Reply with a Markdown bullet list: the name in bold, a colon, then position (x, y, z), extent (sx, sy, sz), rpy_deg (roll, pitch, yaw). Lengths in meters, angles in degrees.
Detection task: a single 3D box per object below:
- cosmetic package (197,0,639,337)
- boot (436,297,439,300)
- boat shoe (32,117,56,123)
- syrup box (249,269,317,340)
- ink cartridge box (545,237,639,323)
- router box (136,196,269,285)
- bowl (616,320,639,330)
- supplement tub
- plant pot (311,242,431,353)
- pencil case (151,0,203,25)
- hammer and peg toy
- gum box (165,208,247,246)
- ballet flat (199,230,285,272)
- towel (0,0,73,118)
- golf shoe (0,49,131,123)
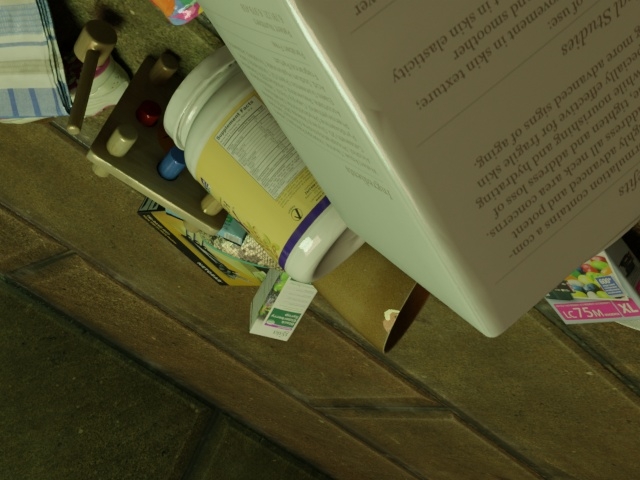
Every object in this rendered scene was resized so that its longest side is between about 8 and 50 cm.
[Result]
- **cosmetic package**: position (0.125, -0.193, 0.841), extent (0.394, 0.329, 0.327), rpy_deg (56, 172, -30)
- **boot**: position (0.166, -0.006, 1.639), extent (0.269, 0.089, 0.236), rpy_deg (24, 144, 0)
- **boat shoe**: position (-0.612, -0.340, 1.687), extent (0.104, 0.089, 0.285), rpy_deg (-15, 144, 15)
- **syrup box**: position (-0.075, 0.113, 1.898), extent (0.093, 0.096, 0.237), rpy_deg (15, 133, -16)
- **ink cartridge box**: position (0.405, 0.013, 1.426), extent (0.311, 0.065, 0.185), rpy_deg (50, 149, -18)
- **router box**: position (-0.227, -0.009, 1.964), extent (0.242, 0.081, 0.309), rpy_deg (-3, 144, 42)
- **bowl**: position (0.555, 0.097, 1.526), extent (0.142, 0.053, 0.142), rpy_deg (24, 154, 3)
- **supplement tub**: position (-0.057, -0.125, 1.328), extent (0.331, 0.241, 0.241), rpy_deg (45, 157, 12)
- **plant pot**: position (0.071, 0.028, 1.506), extent (0.254, 0.237, 0.237), rpy_deg (33, 157, 15)
- **pencil case**: position (-0.242, -0.409, 1.206), extent (0.104, 0.105, 0.236), rpy_deg (1, 145, 40)
- **hammer and peg toy**: position (-0.288, -0.188, 1.468), extent (0.361, 0.266, 0.127), rpy_deg (32, 140, -18)
- **gum box**: position (-0.182, -0.102, 1.631), extent (0.156, 0.185, 0.041), rpy_deg (24, 155, 2)
- **ballet flat**: position (0.000, 0.000, 1.729), extent (0.482, 0.164, 0.182), rpy_deg (23, 141, -13)
- **towel**: position (-0.536, -0.345, 1.480), extent (0.209, 0.034, 0.285), rpy_deg (3, 117, 27)
- **golf shoe**: position (-0.489, -0.266, 1.620), extent (0.306, 0.115, 0.140), rpy_deg (-10, 153, 25)
